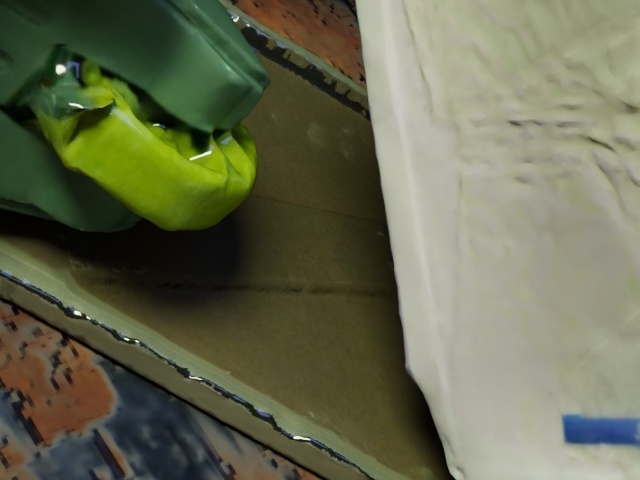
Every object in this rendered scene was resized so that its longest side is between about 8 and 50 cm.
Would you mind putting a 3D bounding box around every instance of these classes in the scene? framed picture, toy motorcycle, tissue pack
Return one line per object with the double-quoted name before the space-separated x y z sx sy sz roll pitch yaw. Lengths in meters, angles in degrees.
"framed picture" 0.000 0.000 0.597 0.281 0.019 0.209 32 39 -9
"toy motorcycle" -0.157 -0.115 0.455 0.326 0.191 0.200 26 27 -45
"tissue pack" 0.175 -0.051 0.601 0.338 0.160 0.242 -12 98 -51
